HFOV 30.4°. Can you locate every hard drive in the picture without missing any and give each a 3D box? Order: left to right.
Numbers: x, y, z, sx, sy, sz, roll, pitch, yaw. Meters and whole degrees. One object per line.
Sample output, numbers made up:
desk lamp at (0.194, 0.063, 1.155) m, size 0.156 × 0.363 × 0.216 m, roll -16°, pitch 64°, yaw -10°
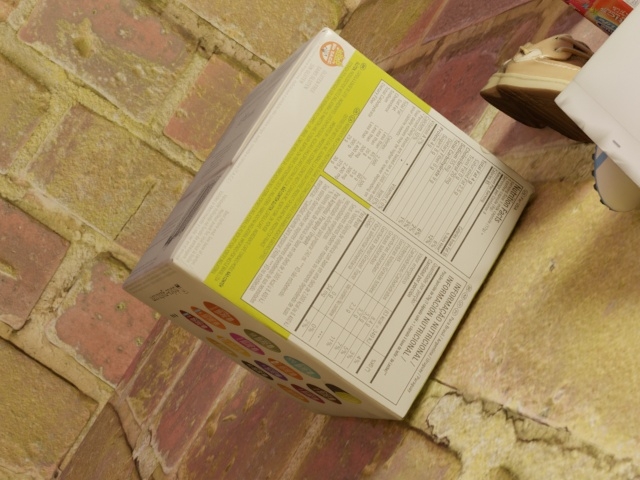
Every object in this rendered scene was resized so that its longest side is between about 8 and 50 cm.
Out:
hard drive at (0.371, -0.185, 1.054) m, size 0.307 × 0.040 × 0.203 m, roll -50°, pitch 42°, yaw 17°

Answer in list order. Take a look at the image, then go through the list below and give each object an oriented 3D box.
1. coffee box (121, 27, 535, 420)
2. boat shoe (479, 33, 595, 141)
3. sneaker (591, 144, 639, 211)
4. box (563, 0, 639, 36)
coffee box at (0.000, 0.000, 1.498) m, size 0.338 × 0.334 × 0.337 m, roll -58°, pitch 12°, yaw -16°
boat shoe at (0.283, -0.200, 1.428) m, size 0.110 × 0.121 × 0.341 m, roll -57°, pitch 12°, yaw 4°
sneaker at (0.345, -0.132, 1.140) m, size 0.237 × 0.085 × 0.086 m, roll -59°, pitch 20°, yaw 5°
box at (0.404, -0.349, 1.330) m, size 0.257 × 0.128 × 0.122 m, roll -57°, pitch 13°, yaw -1°
